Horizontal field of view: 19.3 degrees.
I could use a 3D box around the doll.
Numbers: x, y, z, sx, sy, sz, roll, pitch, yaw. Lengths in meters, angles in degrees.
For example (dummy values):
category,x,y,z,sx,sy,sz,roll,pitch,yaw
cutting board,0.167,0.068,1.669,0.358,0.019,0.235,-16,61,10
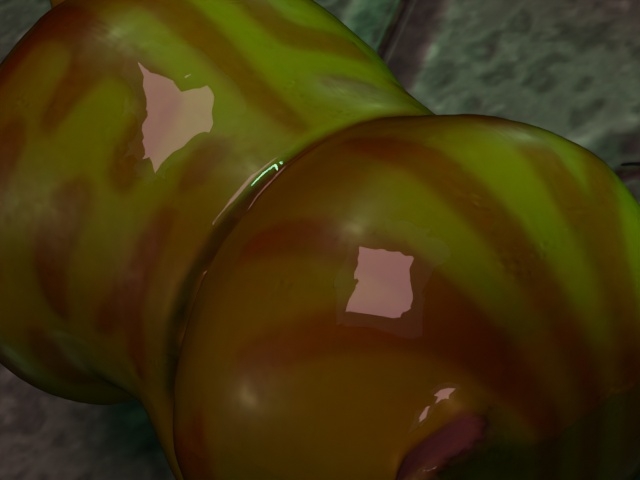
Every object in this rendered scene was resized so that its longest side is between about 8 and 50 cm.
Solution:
category,x,y,z,sx,sy,sz,roll,pitch,yaw
doll,-0.005,0.008,0.593,0.166,0.162,0.269,-33,50,-25
